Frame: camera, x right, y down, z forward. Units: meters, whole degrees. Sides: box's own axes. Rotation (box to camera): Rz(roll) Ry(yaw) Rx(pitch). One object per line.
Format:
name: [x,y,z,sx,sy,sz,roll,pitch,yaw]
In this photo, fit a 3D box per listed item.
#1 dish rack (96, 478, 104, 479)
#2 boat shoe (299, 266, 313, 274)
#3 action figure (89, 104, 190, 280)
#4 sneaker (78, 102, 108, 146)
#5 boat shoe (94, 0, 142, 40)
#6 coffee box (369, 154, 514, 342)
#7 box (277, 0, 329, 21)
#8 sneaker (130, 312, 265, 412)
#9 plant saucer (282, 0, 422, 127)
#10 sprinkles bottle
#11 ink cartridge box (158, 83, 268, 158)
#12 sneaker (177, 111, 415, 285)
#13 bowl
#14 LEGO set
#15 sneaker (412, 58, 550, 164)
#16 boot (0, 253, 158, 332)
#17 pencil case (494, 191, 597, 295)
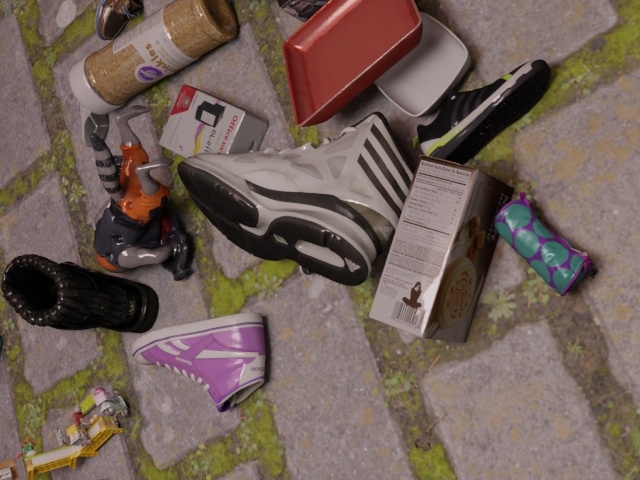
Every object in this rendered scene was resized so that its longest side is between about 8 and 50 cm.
dish rack: [-0.421,0.597,1.545,0.208,0.074,0.271,-49,59,16]
boat shoe: [0.000,0.000,1.388,0.038,0.046,0.125,14,81,38]
action figure: [-0.378,-0.084,1.554,0.341,0.178,0.330,45,133,35]
sneaker: [-0.486,-0.268,1.756,0.061,0.054,0.152,-13,72,47]
boat shoe: [-0.410,-0.499,1.730,0.066,0.066,0.183,33,100,32]
coffee box: [0.179,0.016,1.209,0.098,0.141,0.246,19,91,35]
box: [-0.008,-0.584,1.472,0.242,0.076,0.307,-32,65,26]
sneaker: [-0.221,0.228,1.462,0.282,0.102,0.161,-14,77,31]
plant saucer: [0.054,-0.326,1.356,0.259,0.048,0.258,-38,39,25]
sprinkles bottle: [-0.333,-0.372,1.624,0.355,0.121,0.121,-23,70,28]
ink cartridge box: [-0.199,-0.200,1.536,0.175,0.072,0.127,27,97,34]
sneaker: [-0.021,-0.099,1.354,0.447,0.169,0.257,22,59,40]
bowl: [0.165,-0.275,1.320,0.142,0.053,0.142,-50,59,17]
LEGO set: [-0.503,0.371,1.604,0.287,0.132,0.107,-31,58,1]
sneaker: [0.231,-0.205,1.245,0.235,0.084,0.097,-40,61,22]
boot: [-0.512,0.102,1.576,0.348,0.260,0.131,-2,81,33]
pencil case: [0.314,0.006,1.166,0.151,0.064,0.070,48,124,29]
